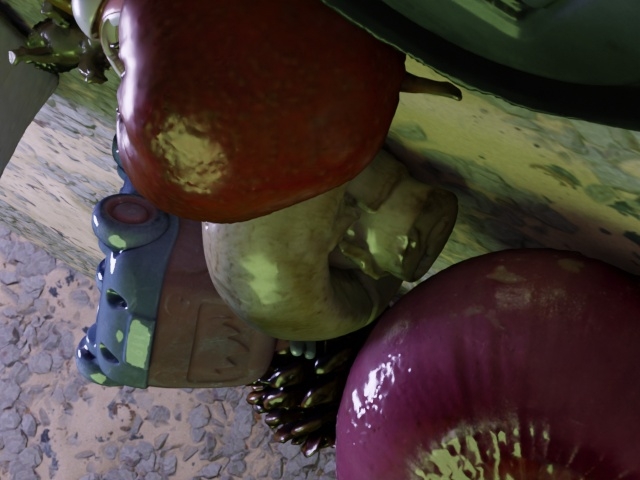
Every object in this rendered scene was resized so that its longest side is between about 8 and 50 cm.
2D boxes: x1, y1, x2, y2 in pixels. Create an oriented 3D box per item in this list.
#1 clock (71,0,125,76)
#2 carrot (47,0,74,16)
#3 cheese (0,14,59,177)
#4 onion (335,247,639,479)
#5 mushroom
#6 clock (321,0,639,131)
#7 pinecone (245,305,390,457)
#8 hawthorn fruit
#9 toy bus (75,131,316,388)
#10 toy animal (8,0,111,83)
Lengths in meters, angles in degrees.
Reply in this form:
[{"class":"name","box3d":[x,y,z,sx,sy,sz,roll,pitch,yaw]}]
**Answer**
[{"class":"clock","box3d":[-0.097,-0.155,1.042,0.166,0.092,0.162,10,149,45]},{"class":"carrot","box3d":[-0.192,-0.199,1.170,0.171,0.042,0.042,30,167,3]},{"class":"cheese","box3d":[-0.450,-0.194,1.482,0.292,0.153,0.332,29,166,-2]},{"class":"onion","box3d":[0.187,0.201,1.152,0.358,0.345,0.358,4,145,3]},{"class":"mushroom","box3d":[0.000,0.000,1.193,0.195,0.189,0.254,25,170,30]},{"class":"clock","box3d":[0.085,-0.159,0.658,0.325,0.067,0.325,27,167,7]},{"class":"pinecone","box3d":[-0.004,0.134,1.683,0.272,0.224,0.224,56,163,-6]},{"class":"hawthorn fruit","box3d":[-0.022,-0.102,0.877,0.226,0.196,0.196,1,166,0]},{"class":"toy bus","box3d":[-0.116,0.025,1.396,0.232,0.197,0.294,10,-148,-5]},{"class":"toy animal","box3d":[-0.229,-0.180,1.257,0.086,0.069,0.220,14,-175,-32]}]
